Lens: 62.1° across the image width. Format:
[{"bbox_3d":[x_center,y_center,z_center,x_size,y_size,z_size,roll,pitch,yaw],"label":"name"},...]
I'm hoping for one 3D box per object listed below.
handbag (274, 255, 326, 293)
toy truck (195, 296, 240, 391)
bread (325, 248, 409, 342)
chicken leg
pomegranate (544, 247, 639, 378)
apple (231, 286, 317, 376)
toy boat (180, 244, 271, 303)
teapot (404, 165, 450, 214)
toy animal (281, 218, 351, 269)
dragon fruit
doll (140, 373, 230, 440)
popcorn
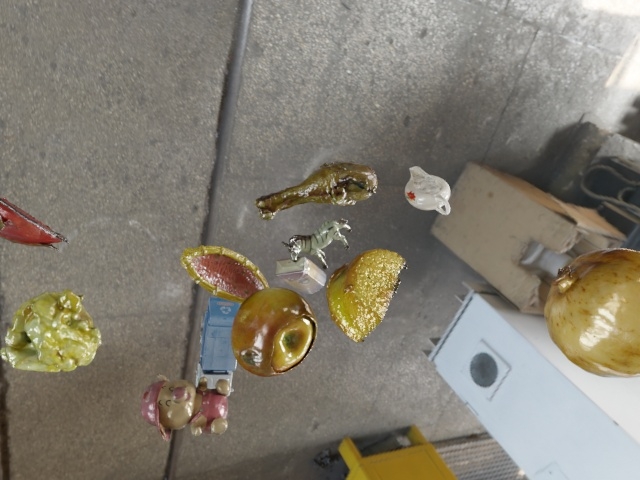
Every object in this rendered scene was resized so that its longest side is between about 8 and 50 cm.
[{"bbox_3d":[-0.058,0.109,1.718,0.117,0.095,0.173,-8,151,27],"label":"handbag"},{"bbox_3d":[-0.375,0.392,1.953,0.146,0.175,0.367,5,98,-16],"label":"toy truck"},{"bbox_3d":[0.103,0.118,1.354,0.147,0.260,0.160,37,138,-5],"label":"bread"},{"bbox_3d":[-0.007,-0.159,1.609,0.361,0.211,0.140,-10,94,11],"label":"chicken leg"},{"bbox_3d":[0.455,0.103,0.823,0.215,0.215,0.215,-16,128,-21],"label":"pomegranate"},{"bbox_3d":[-0.119,0.237,1.392,0.237,0.207,0.237,1,89,-38],"label":"apple"},{"bbox_3d":[-0.264,0.099,1.512,0.318,0.099,0.141,32,87,-31],"label":"toy boat"},{"bbox_3d":[0.354,-0.150,1.730,0.145,0.226,0.092,-24,135,-14],"label":"teapot"},{"bbox_3d":[-0.003,-0.002,1.681,0.217,0.073,0.176,-44,131,-2],"label":"toy animal"},{"bbox_3d":[-0.836,-0.052,1.435,0.100,0.282,0.343,-61,176,-14],"label":"dragon fruit"},{"bbox_3d":[-0.397,0.487,1.558,0.256,0.196,0.152,10,108,-12],"label":"doll"},{"bbox_3d":[-0.572,0.195,1.152,0.167,0.187,0.185,3,87,-70],"label":"popcorn"}]
